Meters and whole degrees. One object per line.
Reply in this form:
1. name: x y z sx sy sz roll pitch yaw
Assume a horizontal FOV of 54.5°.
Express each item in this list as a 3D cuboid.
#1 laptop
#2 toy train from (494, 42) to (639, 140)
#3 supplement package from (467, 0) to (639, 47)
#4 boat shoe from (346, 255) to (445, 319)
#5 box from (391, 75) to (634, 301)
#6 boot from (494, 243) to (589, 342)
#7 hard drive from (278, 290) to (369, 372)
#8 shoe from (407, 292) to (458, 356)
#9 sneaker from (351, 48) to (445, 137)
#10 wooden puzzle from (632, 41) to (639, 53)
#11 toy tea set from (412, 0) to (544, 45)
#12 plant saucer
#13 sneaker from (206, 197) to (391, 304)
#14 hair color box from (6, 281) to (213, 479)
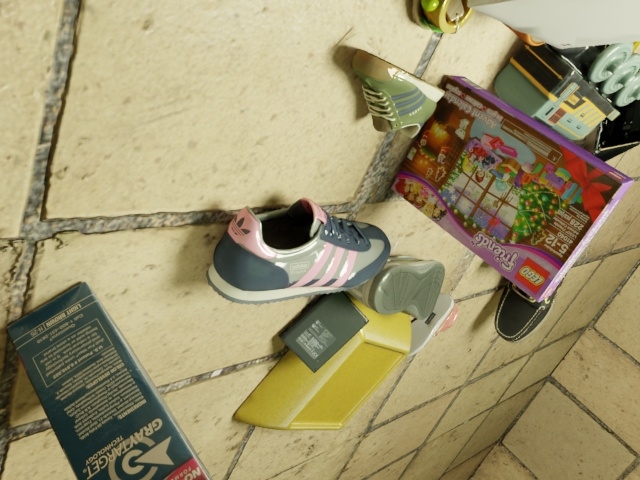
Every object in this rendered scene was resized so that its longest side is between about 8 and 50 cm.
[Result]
1. laptop: 0.596 -0.249 1.346 0.234 0.136 0.265 -15 115 -40
2. toy train: 0.430 -0.267 1.052 0.190 0.142 0.333 -47 152 26
3. supplement package: 0.298 -0.354 0.622 0.199 0.198 0.263 1 97 -42
4. boat shoe: 0.143 0.079 1.154 0.320 0.103 0.118 5 104 -58
5. box: 0.261 -0.081 0.904 0.057 0.293 0.201 -13 136 -48
6. boot: 0.507 0.083 1.517 0.284 0.138 0.378 10 115 -54
7. hard drive: 0.008 0.153 1.087 0.135 0.022 0.094 -43 107 -4
8. shoe: 0.249 0.205 1.431 0.178 0.063 0.081 -49 143 -2
9. sneaker: 0.094 -0.181 0.814 0.192 0.064 0.086 3 120 -54
10. wooden puzzle: 0.582 -0.367 1.214 0.116 0.014 0.079 -6 127 -46
11. toy tea set: 0.230 -0.327 0.750 0.336 0.124 0.200 -21 141 -33
12. plant saucer: 0.039 0.270 1.252 0.333 0.081 0.332 -50 147 8
13. sneaker: 0.000 0.000 0.871 0.318 0.112 0.131 -13 139 -43
14. hair color box: -0.201 0.226 0.673 0.105 0.347 0.174 -33 146 -18
